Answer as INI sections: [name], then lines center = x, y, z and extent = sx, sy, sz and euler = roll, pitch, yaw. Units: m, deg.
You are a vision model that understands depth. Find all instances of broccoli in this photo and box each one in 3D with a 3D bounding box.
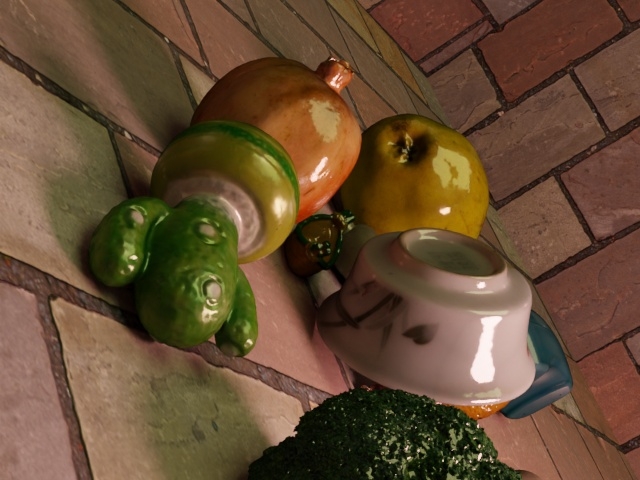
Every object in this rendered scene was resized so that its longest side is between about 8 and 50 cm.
[broccoli]
center = 0.070, 0.294, 1.193
extent = 0.308, 0.308, 0.275
euler = -85, 164, -65

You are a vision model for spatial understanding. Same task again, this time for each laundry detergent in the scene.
[laundry detergent]
center = 0.096, 0.063, 1.936
extent = 0.253, 0.091, 0.181
euler = 55, 10, -7

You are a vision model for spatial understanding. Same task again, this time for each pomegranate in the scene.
[pomegranate]
center = -0.054, -0.154, 1.584
extent = 0.229, 0.270, 0.252
euler = 44, 12, -15

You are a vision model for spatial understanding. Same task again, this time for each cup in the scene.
[cup]
center = 0.177, 0.087, 1.673
extent = 0.347, 0.163, 0.347
euler = 11, 24, -5

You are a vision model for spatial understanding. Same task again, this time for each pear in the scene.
[pear]
center = 0.186, -0.070, 2.153
extent = 0.287, 0.287, 0.375
euler = -105, -177, -46

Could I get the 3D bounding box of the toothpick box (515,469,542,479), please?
[toothpick box]
center = 0.319, 0.445, 1.845
extent = 0.111, 0.111, 0.180
euler = 62, 16, 14

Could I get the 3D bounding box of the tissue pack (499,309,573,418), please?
[tissue pack]
center = 0.386, 0.233, 2.276
extent = 0.287, 0.198, 0.206
euler = 28, 35, -55

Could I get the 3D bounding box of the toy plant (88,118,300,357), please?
[toy plant]
center = -0.139, 0.006, 1.285
extent = 0.224, 0.184, 0.316
euler = 47, 35, -17

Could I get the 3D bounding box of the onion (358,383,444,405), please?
[onion]
center = 0.122, 0.241, 1.693
extent = 0.150, 0.140, 0.150
euler = -179, -90, -79

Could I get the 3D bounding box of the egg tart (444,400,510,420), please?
[egg tart]
center = 0.240, 0.230, 1.922
extent = 0.202, 0.202, 0.147
euler = -50, 122, -73

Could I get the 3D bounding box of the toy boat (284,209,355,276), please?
[toy boat]
center = 0.000, 0.000, 1.778
extent = 0.089, 0.088, 0.229
euler = 55, 17, -6
